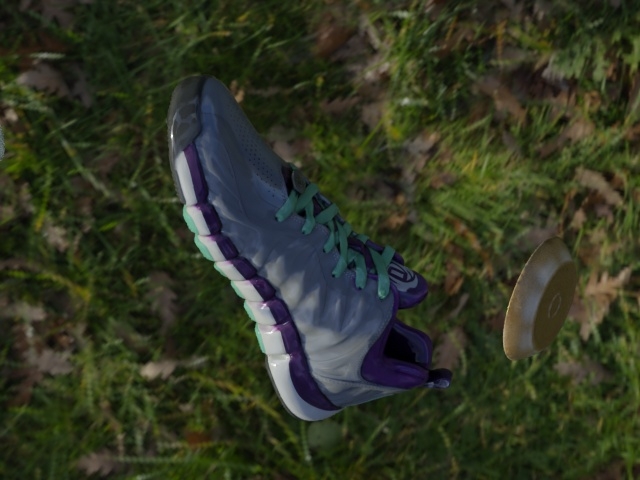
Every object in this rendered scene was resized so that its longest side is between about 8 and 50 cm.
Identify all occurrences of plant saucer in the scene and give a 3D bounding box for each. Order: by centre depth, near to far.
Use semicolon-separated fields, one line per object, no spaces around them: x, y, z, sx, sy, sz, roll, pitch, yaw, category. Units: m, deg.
0.141;0.039;0.769;0.015;0.083;0.083;21;116;30;plant saucer

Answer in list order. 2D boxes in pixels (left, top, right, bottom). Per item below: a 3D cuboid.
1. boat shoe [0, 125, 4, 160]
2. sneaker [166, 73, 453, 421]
-0.321;-0.137;0.852;0.095;0.079;0.254;-24;113;18;boat shoe
0.000;0.000;0.642;0.098;0.083;0.223;-11;129;17;sneaker
